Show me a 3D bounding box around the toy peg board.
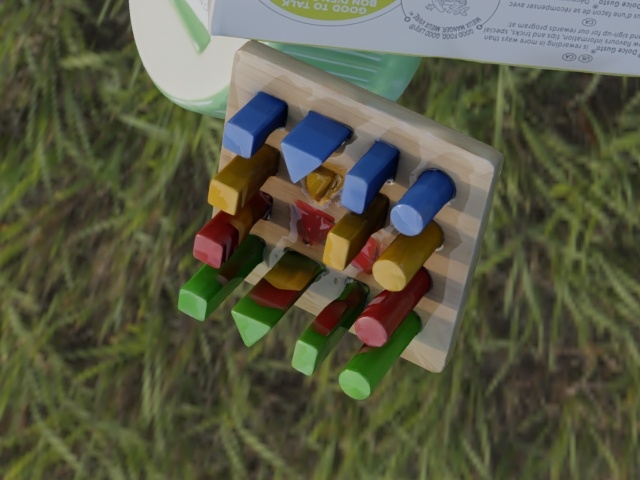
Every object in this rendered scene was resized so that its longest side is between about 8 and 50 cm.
[{"bbox_3d":[0.000,0.000,1.007,0.161,0.079,0.161,25,133,16],"label":"toy peg board"}]

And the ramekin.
[{"bbox_3d":[-0.042,-0.241,1.610,0.148,0.303,0.303,5,135,-37],"label":"ramekin"}]

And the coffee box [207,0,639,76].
[{"bbox_3d":[0.097,-0.347,1.245,0.338,0.338,0.334,4,131,-10],"label":"coffee box"}]
